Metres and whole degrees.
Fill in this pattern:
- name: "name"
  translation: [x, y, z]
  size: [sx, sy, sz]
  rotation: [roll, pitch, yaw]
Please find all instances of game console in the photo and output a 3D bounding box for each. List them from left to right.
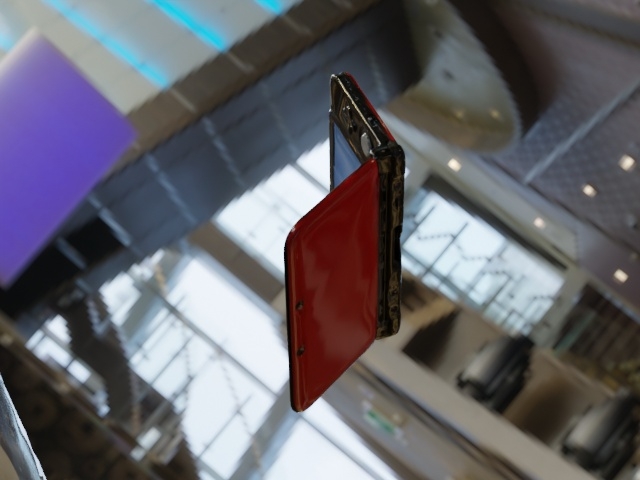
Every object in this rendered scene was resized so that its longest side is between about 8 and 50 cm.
- name: "game console"
  translation: [0.000, 0.000, 0.842]
  size: [0.144, 0.085, 0.124]
  rotation: [90, -21, -43]

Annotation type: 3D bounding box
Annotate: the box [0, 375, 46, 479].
- name: "box"
  translation: [-0.326, 0.093, 0.617]
  size: [0.472, 0.297, 0.480]
  rotation: [-128, -164, -85]
